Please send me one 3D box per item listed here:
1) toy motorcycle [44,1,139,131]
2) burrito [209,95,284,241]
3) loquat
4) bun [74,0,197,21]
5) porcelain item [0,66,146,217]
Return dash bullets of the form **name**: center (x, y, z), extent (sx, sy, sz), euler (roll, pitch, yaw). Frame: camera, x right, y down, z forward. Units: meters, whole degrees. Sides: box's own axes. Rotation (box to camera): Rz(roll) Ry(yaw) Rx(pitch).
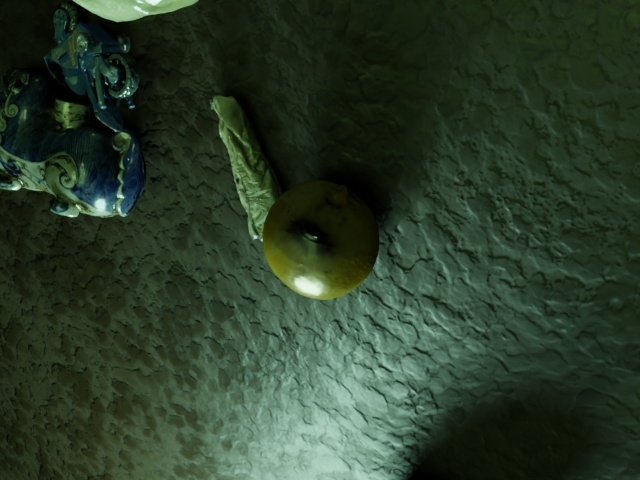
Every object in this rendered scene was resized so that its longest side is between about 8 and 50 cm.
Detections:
- **toy motorcycle**: center (-0.327, -0.249, 1.202), extent (0.205, 0.076, 0.114), euler (43, 123, 26)
- **burrito**: center (-0.096, -0.090, 1.147), extent (0.063, 0.058, 0.229), euler (-13, 107, 32)
- **loquat**: center (0.000, 0.000, 1.077), extent (0.163, 0.137, 0.163), euler (7, 125, 11)
- **bun**: center (-0.210, -0.430, 0.939), extent (0.353, 0.227, 0.348), euler (-3, 111, 32)
- **porcelain item**: center (-0.379, -0.145, 1.271), extent (0.288, 0.138, 0.186), euler (20, 106, 29)
